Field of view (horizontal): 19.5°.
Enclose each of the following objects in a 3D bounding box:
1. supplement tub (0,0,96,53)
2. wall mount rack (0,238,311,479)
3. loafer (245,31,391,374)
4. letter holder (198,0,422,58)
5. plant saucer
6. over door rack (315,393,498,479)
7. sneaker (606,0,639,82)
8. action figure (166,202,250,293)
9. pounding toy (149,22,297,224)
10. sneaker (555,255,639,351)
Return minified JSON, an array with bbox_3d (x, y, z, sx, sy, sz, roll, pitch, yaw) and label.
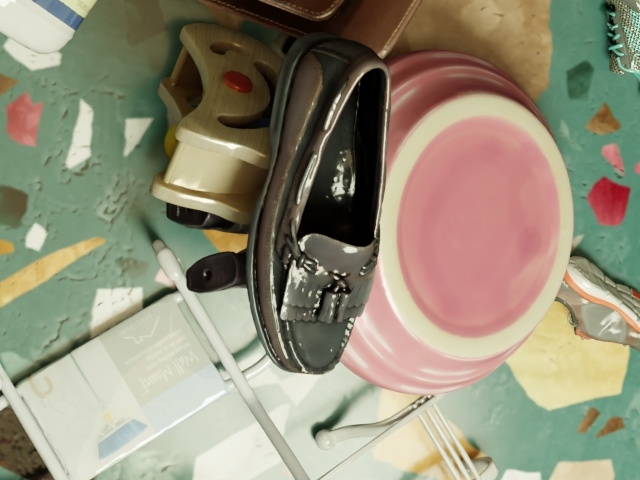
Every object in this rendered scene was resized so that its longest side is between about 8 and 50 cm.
[{"bbox_3d":[-0.236,-0.352,1.621,0.235,0.235,0.325,35,91,-15],"label":"supplement tub"},{"bbox_3d":[-0.162,0.182,1.760,0.350,0.130,0.304,-31,88,-5],"label":"wall mount rack"},{"bbox_3d":[0.005,-0.023,1.591,0.109,0.095,0.302,-4,104,-34],"label":"loafer"},{"bbox_3d":[0.021,-0.335,1.626,0.214,0.152,0.302,22,79,10],"label":"letter holder"},{"bbox_3d":[0.125,-0.015,1.763,0.332,0.084,0.332,-4,96,-38],"label":"plant saucer"},{"bbox_3d":[0.047,0.315,1.847,0.324,0.108,0.239,-38,106,-25],"label":"over door rack"},{"bbox_3d":[0.311,-0.201,1.851,0.076,0.065,0.166,-41,103,2],"label":"sneaker"},{"bbox_3d":[0.000,0.000,1.787,0.285,0.099,0.185,2,74,-36],"label":"action figure"},{"bbox_3d":[-0.069,-0.148,1.703,0.154,0.269,0.155,27,122,2],"label":"pounding toy"},{"bbox_3d":[0.292,0.079,1.906,0.158,0.061,0.065,38,117,-14],"label":"sneaker"}]
